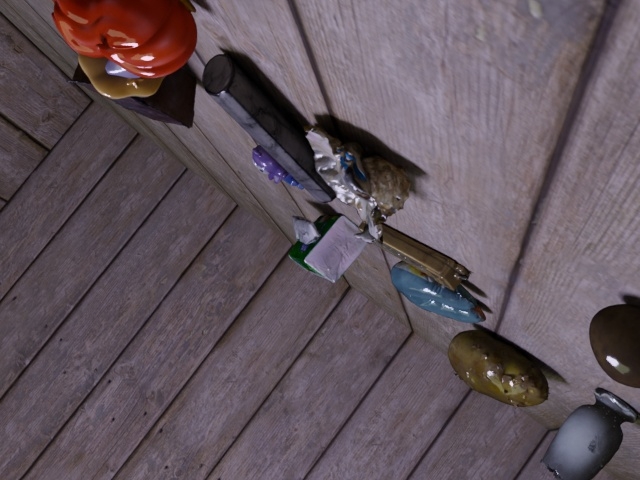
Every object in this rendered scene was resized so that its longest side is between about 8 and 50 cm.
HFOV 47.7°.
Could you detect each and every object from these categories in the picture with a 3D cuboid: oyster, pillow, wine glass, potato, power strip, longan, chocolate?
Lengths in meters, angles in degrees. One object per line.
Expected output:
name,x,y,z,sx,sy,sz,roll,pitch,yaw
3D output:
oyster,0.050,-0.102,1.111,0.223,0.083,0.214,54,169,13
pillow,0.249,0.113,1.543,0.214,0.086,0.233,28,172,29
wine glass,0.542,0.402,1.468,0.111,0.204,0.111,41,175,4
potato,0.427,0.314,1.756,0.192,0.141,0.296,38,172,-29
power strip,0.180,0.024,1.449,0.305,0.044,0.064,30,170,46
longan,0.381,0.126,0.885,0.113,0.092,0.113,19,-141,-16
chocolate,-0.331,-0.298,1.348,0.112,0.111,0.321,13,180,14

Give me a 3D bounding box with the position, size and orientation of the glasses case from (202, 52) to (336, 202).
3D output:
glasses case,-0.075,-0.179,1.207,0.299,0.060,0.114,42,-160,-41

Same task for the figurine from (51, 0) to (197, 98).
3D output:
figurine,-0.291,-0.315,1.069,0.208,0.181,0.257,67,162,-5

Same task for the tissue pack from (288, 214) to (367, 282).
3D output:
tissue pack,-0.002,0.001,1.809,0.156,0.148,0.209,39,174,-13

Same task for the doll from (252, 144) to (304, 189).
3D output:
doll,-0.085,-0.154,1.551,0.110,0.067,0.206,44,-171,34
